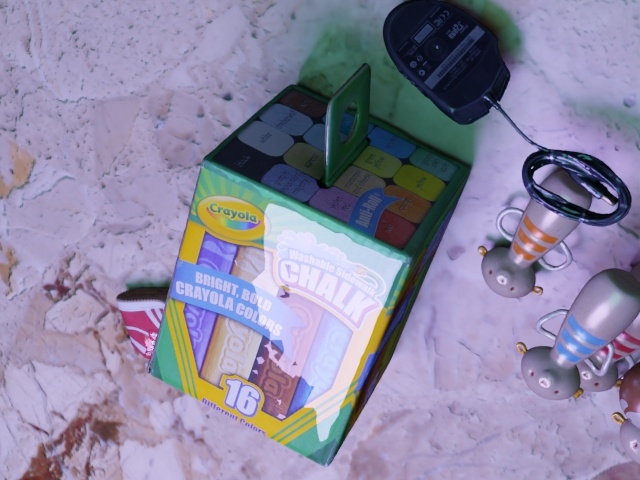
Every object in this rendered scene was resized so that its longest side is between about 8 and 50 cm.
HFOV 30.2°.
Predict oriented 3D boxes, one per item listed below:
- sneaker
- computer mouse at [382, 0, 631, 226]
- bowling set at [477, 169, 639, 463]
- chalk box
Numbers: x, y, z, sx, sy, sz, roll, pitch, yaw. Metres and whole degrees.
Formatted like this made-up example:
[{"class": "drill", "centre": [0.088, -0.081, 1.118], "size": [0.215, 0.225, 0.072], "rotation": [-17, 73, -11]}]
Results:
[{"class": "sneaker", "centre": [-0.144, 0.083, 1.164], "size": [0.118, 0.042, 0.067], "rotation": [2, 113, 32]}, {"class": "computer mouse", "centre": [0.142, -0.098, 0.919], "size": [0.071, 0.041, 0.242], "rotation": [-44, 80, 2]}, {"class": "bowling set", "centre": [0.228, 0.098, 0.918], "size": [0.287, 0.200, 0.154], "rotation": [37, 126, 7]}, {"class": "chalk box", "centre": [0.000, 0.000, 0.972], "size": [0.179, 0.180, 0.289], "rotation": [27, 125, 10]}]
